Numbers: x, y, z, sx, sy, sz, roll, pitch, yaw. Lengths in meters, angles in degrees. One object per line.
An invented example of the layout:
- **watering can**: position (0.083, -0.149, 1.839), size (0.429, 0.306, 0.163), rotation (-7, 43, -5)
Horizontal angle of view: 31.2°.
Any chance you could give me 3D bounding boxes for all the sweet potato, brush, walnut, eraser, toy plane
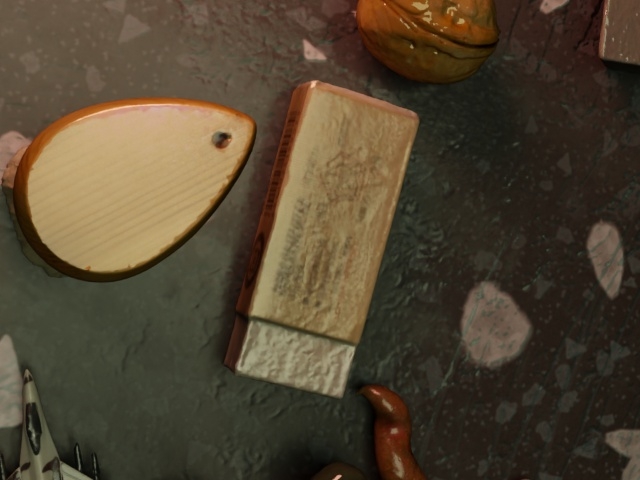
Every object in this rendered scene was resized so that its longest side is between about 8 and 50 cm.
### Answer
- **sweet potato**: position (0.095, 0.264, 1.369), size (0.055, 0.058, 0.202), rotation (-16, 98, 4)
- **brush**: position (-0.196, -0.063, 1.207), size (0.266, 0.166, 0.174), rotation (-25, 98, -15)
- **walnut**: position (0.124, -0.254, 1.317), size (0.180, 0.144, 0.144), rotation (14, 88, -21)
- **eraser**: position (0.497, -0.259, 1.464), size (0.352, 0.077, 0.111), rotation (6, 93, -18)
- **toy plane**: position (-0.300, 0.259, 1.242), size (0.159, 0.082, 0.234), rotation (-7, 80, -7)
- **eraser**: position (0.000, 0.000, 1.317), size (0.144, 0.078, 0.344), rotation (16, 88, -17)

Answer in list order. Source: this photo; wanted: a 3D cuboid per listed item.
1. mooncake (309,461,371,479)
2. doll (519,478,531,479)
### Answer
- **mooncake**: position (0.049, 0.327, 1.302), size (0.104, 0.168, 0.175), rotation (-50, 120, -11)
- **doll**: position (0.295, 0.367, 1.425), size (0.245, 0.076, 0.142), rotation (20, 58, -21)
